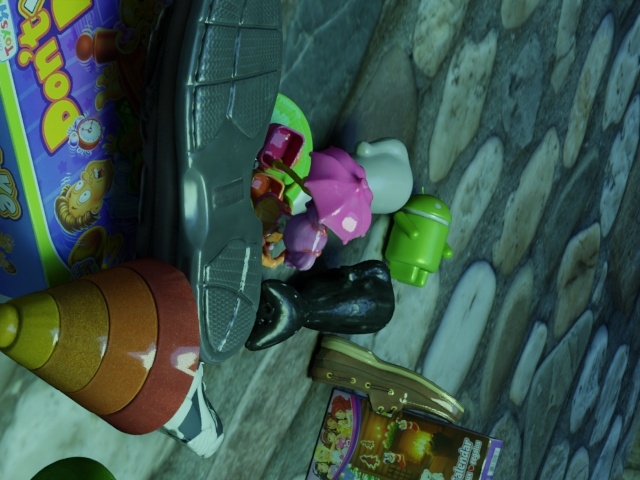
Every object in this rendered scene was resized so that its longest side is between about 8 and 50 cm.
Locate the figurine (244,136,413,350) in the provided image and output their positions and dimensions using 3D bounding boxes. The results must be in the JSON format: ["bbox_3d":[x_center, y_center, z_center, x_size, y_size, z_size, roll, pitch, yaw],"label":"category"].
[{"bbox_3d":[0.000,0.000,1.230,0.209,0.092,0.215,-8,109,-57],"label":"figurine"}]

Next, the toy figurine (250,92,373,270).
[{"bbox_3d":[-0.028,-0.029,1.039,0.130,0.159,0.173,22,94,-40],"label":"toy figurine"}]

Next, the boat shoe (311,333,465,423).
[{"bbox_3d":[0.073,0.166,1.361,0.064,0.178,0.060,109,6,-80],"label":"boat shoe"}]

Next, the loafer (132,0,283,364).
[{"bbox_3d":[-0.094,-0.067,0.841,0.109,0.095,0.303,-15,112,-58],"label":"loafer"}]

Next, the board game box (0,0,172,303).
[{"bbox_3d":[-0.166,-0.137,0.844,0.233,0.078,0.347,-46,141,-44],"label":"board game box"}]

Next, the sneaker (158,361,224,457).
[{"bbox_3d":[-0.117,0.077,1.022,0.153,0.094,0.235,-57,139,-16],"label":"sneaker"}]

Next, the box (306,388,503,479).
[{"bbox_3d":[0.070,0.338,1.392,0.057,0.200,0.293,28,77,-64],"label":"box"}]

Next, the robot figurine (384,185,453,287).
[{"bbox_3d":[0.118,-0.004,1.464,0.101,0.067,0.115,26,79,-50],"label":"robot figurine"}]

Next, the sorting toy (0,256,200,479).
[{"bbox_3d":[-0.198,0.177,0.784,0.126,0.127,0.366,15,95,-45],"label":"sorting toy"}]
